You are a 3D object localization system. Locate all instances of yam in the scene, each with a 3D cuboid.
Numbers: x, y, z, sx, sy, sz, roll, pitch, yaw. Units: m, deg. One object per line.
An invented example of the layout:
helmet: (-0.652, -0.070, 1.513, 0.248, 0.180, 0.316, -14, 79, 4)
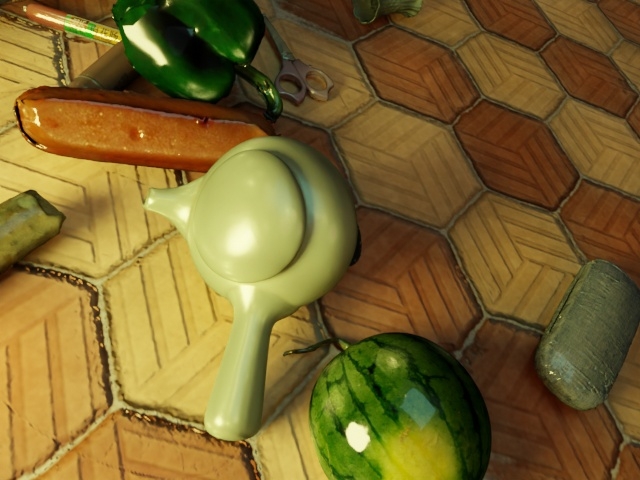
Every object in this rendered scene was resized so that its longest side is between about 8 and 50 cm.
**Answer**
yam: (-0.396, 0.048, 0.533, 0.071, 0.067, 0.317, 43, 54, 4)

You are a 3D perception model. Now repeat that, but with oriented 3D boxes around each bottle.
bottle: (-0.299, -0.233, 0.773, 0.053, 0.053, 0.140, 28, 51, -2)

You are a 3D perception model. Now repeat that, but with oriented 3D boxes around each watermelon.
watermelon: (0.093, 0.185, 0.602, 0.204, 0.127, 0.232, -8, 55, -23)

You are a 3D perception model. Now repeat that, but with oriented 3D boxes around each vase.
vase: (0.144, -0.489, 1.119, 0.148, 0.081, 0.081, -19, 66, -36)

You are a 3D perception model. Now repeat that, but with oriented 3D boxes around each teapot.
teapot: (-0.054, 0.033, 0.610, 0.149, 0.220, 0.318, 16, 50, -67)

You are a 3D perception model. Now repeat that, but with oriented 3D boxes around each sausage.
sausage: (-0.216, -0.143, 0.719, 0.330, 0.102, 0.102, 3, 56, -21)
sausage: (-0.337, -0.316, 0.830, 0.223, 0.029, 0.029, 15, 53, -12)

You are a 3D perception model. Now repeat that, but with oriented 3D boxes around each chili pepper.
chili pepper: (-0.159, -0.270, 0.785, 0.261, 0.174, 0.165, 32, 1, -44)

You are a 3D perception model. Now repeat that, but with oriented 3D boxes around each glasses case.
glasses case: (0.400, 0.129, 0.802, 0.109, 0.067, 0.282, 43, 51, 6)

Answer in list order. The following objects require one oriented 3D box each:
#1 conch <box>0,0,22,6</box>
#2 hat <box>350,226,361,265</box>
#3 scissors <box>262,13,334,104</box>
conch: (-0.416, -0.416, 0.831, 0.086, 0.080, 0.232, 19, 39, 33)
hat: (0.000, 0.000, 0.737, 0.121, 0.050, 0.121, 14, 50, -18)
scissors: (-0.059, -0.319, 0.951, 0.110, 0.021, 0.212, -17, 65, -27)
